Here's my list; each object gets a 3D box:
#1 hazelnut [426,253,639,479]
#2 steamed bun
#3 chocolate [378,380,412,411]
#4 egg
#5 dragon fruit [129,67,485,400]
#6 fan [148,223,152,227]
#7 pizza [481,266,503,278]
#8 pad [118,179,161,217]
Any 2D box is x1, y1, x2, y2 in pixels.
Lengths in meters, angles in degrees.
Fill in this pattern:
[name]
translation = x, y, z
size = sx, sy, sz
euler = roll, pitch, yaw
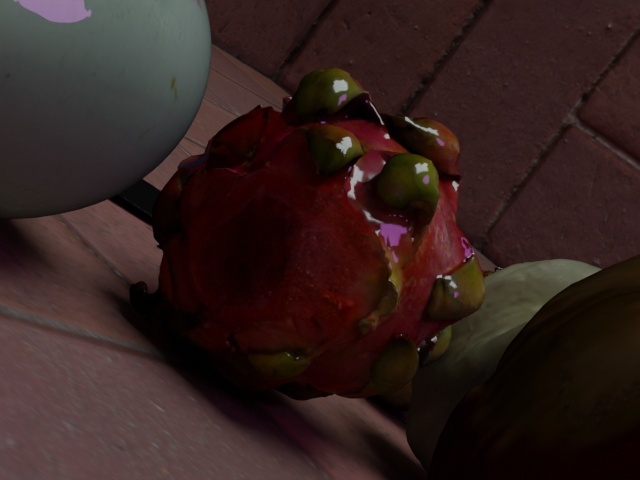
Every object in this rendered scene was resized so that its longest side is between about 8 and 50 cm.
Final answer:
[hazelnut]
translation = 0.218, 0.170, 0.905
size = 0.359, 0.359, 0.409
euler = 38, 3, 4
[steamed bun]
translation = 0.210, 0.147, 1.295
size = 0.320, 0.275, 0.206
euler = 2, 8, 20
[chocolate]
translation = 0.057, 0.052, 1.602
size = 0.134, 0.134, 0.309
euler = 34, 9, -29
[egg]
translation = -0.207, -0.130, 1.060
size = 0.230, 0.230, 0.371
euler = 40, 14, 23
[dragon fruit]
translation = -0.011, -0.007, 1.247
size = 0.243, 0.227, 0.307
euler = 33, 1, -43
[fan]
translation = -0.110, 0.013, 1.527
size = 0.060, 0.003, 0.080
euler = 41, 7, 35
[pizza]
translation = 0.264, 0.121, 2.060
size = 0.287, 0.074, 0.251
euler = 3, -29, 32
[pad]
translation = -0.125, -0.017, 1.630
size = 0.245, 0.006, 0.170
euler = 34, 7, -30
